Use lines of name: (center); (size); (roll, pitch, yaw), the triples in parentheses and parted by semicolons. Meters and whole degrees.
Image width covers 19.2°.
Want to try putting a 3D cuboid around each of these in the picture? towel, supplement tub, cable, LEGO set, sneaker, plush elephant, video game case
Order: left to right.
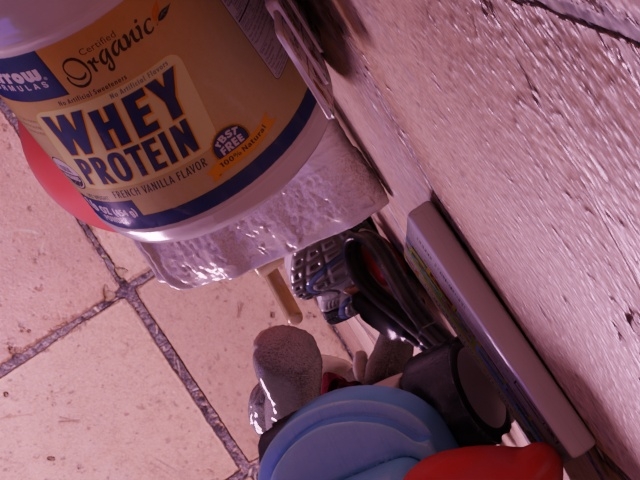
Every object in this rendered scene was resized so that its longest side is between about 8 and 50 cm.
supplement tub: (-0.156, -0.175, 1.477); (0.316, 0.228, 0.228); (53, 179, -35)
LEGO set: (-0.073, -0.206, 1.349); (0.244, 0.060, 0.182); (57, -169, -25)
towel: (-0.090, -0.063, 1.754); (0.187, 0.282, 0.049); (57, -141, -13)
sneaker: (0.000, 0.000, 2.090); (0.129, 0.111, 0.297); (62, 177, 18)
plush elephant: (0.062, 0.197, 2.113); (0.255, 0.272, 0.330); (-67, -9, -52)
cable: (0.109, 0.074, 1.879); (0.287, 0.072, 0.139); (35, 144, 47)
video game case: (0.140, 0.082, 1.534); (0.227, 0.026, 0.206); (56, 176, 9)

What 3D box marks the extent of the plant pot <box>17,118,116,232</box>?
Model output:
plant pot: (-0.162, -0.139, 1.973); (0.275, 0.275, 0.243); (58, 165, -10)

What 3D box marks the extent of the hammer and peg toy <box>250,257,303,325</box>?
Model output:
hammer and peg toy: (-0.084, -0.069, 2.408); (0.266, 0.127, 0.361); (51, 173, 45)

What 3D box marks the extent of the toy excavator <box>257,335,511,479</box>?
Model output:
toy excavator: (0.072, 0.357, 1.601); (0.433, 0.222, 0.445); (60, -153, -7)

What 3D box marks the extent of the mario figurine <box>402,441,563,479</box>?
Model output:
mario figurine: (0.177, 0.296, 1.456); (0.320, 0.170, 0.198); (44, 145, 4)
